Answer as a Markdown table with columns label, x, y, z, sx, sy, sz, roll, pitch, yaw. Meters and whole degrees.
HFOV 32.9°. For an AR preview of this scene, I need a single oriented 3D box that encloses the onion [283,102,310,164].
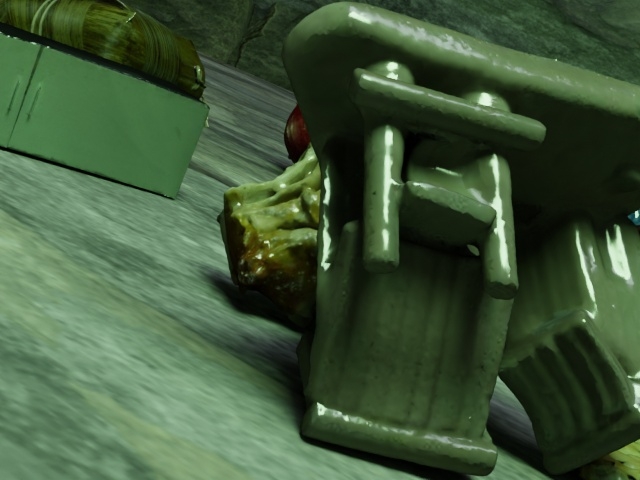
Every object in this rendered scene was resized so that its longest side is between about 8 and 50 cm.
| label | x | y | z | sx | sy | sz | roll | pitch | yaw |
| --- | --- | --- | --- | --- | --- | --- | --- | --- | --- |
| onion | 0.019 | -0.117 | 1.255 | 0.131 | 0.131 | 0.131 | 21 | 10 | -4 |

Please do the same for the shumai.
| label | x | y | z | sx | sy | sz | roll | pitch | yaw |
| --- | --- | --- | --- | --- | --- | --- | --- | --- | --- |
| shumai | -0.001 | -0.003 | 0.634 | 0.116 | 0.146 | 0.145 | -15 | 9 | 4 |

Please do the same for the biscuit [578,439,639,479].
| label | x | y | z | sx | sy | sz | roll | pitch | yaw |
| --- | --- | --- | --- | --- | --- | --- | --- | --- | --- |
| biscuit | 0.187 | 0.116 | 0.632 | 0.144 | 0.016 | 0.203 | 21 | 9 | -7 |

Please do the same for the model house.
| label | x | y | z | sx | sy | sz | roll | pitch | yaw |
| --- | --- | --- | --- | --- | --- | --- | --- | --- | --- |
| model house | 0.073 | 0.016 | 0.503 | 0.229 | 0.188 | 0.122 | 14 | -26 | -23 |

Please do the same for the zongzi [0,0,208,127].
| label | x | y | z | sx | sy | sz | roll | pitch | yaw |
| --- | --- | --- | --- | --- | --- | --- | --- | --- | --- |
| zongzi | -0.265 | -0.217 | 1.224 | 0.241 | 0.111 | 0.247 | 19 | 3 | 19 |

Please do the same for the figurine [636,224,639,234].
| label | x | y | z | sx | sy | sz | roll | pitch | yaw |
| --- | --- | --- | --- | --- | --- | --- | --- | --- | --- |
| figurine | 0.277 | 0.057 | 0.782 | 0.315 | 0.187 | 0.168 | 6 | -18 | -42 |

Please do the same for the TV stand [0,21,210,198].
| label | x | y | z | sx | sy | sz | roll | pitch | yaw |
| --- | --- | --- | --- | --- | --- | --- | --- | --- | --- |
| TV stand | -0.224 | -0.112 | 0.787 | 0.269 | 0.083 | 0.088 | 15 | 13 | -32 |

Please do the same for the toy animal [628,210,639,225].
| label | x | y | z | sx | sy | sz | roll | pitch | yaw |
| --- | --- | --- | --- | --- | --- | --- | --- | --- | --- |
| toy animal | 0.227 | 0.001 | 0.952 | 0.176 | 0.239 | 0.255 | 64 | 9 | -64 |
